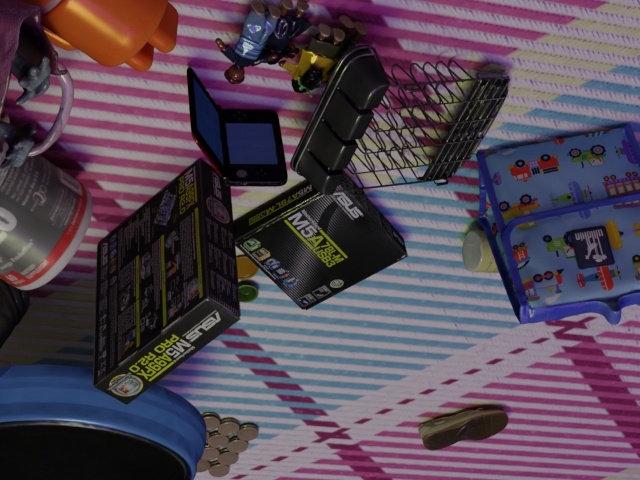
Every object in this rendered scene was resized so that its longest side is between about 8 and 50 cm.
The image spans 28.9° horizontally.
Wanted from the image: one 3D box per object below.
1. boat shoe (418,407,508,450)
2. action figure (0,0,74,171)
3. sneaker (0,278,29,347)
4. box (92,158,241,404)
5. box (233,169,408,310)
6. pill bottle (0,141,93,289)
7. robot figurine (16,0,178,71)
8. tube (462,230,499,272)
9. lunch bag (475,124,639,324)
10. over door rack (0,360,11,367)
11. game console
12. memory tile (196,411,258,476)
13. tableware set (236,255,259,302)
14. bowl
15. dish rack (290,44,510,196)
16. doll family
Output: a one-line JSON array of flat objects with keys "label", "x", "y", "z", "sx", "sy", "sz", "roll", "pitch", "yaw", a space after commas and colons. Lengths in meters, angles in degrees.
[{"label": "boat shoe", "x": 0.245, "y": 0.315, "z": 2.130, "sx": 0.153, "sy": 0.048, "sz": 0.056, "roll": -18, "pitch": 122, "yaw": -1}, {"label": "action figure", "x": -0.451, "y": -0.257, "z": 1.367, "sx": 0.370, "sy": 0.276, "sz": 0.248, "roll": 33, "pitch": 104, "yaw": 4}, {"label": "sneaker", "x": -0.511, "y": 0.027, "z": 1.686, "sx": 0.104, "sy": 0.147, "sz": 0.296, "roll": -28, "pitch": 101, "yaw": 30}, {"label": "box", "x": -0.206, "y": 0.051, "z": 1.635, "sx": 0.216, "sy": 0.270, "sz": 0.060, "roll": -37, "pitch": 128, "yaw": 23}, {"label": "box", "x": 0.000, "y": 0.000, "z": 1.778, "sx": 0.184, "sy": 0.045, "sz": 0.191, "roll": -27, "pitch": 133, "yaw": 19}, {"label": "pill bottle", "x": -0.440, "y": -0.071, "z": 1.550, "sx": 0.161, "sy": 0.161, "sz": 0.283, "roll": -36, "pitch": 127, "yaw": 23}, {"label": "robot figurine", "x": -0.260, "y": -0.283, "z": 1.404, "sx": 0.219, "sy": 0.158, "sz": 0.128, "roll": 33, "pitch": 78, "yaw": -33}, {"label": "tube", "x": 0.328, "y": 0.017, "z": 1.843, "sx": 0.240, "sy": 0.062, "sz": 0.070, "roll": 1, "pitch": 175, "yaw": -23}, {"label": "lunch bag", "x": 0.347, "y": 0.003, "z": 1.666, "sx": 0.220, "sy": 0.293, "sz": 0.138, "roll": -11, "pitch": 135, "yaw": 0}, {"label": "over door rack", "x": -0.419, "y": 0.264, "z": 1.899, "sx": 0.239, "sy": 0.108, "sz": 0.324, "roll": 15, "pitch": 147, "yaw": -24}, {"label": "game console", "x": -0.104, "y": -0.143, "z": 1.552, "sx": 0.124, "sy": 0.144, "sz": 0.085, "roll": 0, "pitch": 135, "yaw": -9}, {"label": "memory tile", "x": -0.181, "y": 0.346, "z": 2.103, "sx": 0.113, "sy": 0.012, "sz": 0.148, "roll": 18, "pitch": 129, "yaw": -25}, {"label": "tableware set", "x": -0.141, "y": 0.040, "z": 1.807, "sx": 0.104, "sy": 0.024, "sz": 0.154, "roll": -7, "pitch": 134, "yaw": -4}, {"label": "bowl", "x": -0.358, "y": 0.291, "z": 1.763, "sx": 0.391, "sy": 0.077, "sz": 0.391, "roll": 1, "pitch": 149, "yaw": 0}, {"label": "dish rack", "x": 0.113, "y": -0.152, "z": 1.611, "sx": 0.271, "sy": 0.074, "sz": 0.208, "roll": -8, "pitch": 142, "yaw": -37}, {"label": "doll family", "x": -0.038, "y": -0.232, "z": 1.534, "sx": 0.193, "sy": 0.076, "sz": 0.111, "roll": 19, "pitch": 132, "yaw": -19}]
